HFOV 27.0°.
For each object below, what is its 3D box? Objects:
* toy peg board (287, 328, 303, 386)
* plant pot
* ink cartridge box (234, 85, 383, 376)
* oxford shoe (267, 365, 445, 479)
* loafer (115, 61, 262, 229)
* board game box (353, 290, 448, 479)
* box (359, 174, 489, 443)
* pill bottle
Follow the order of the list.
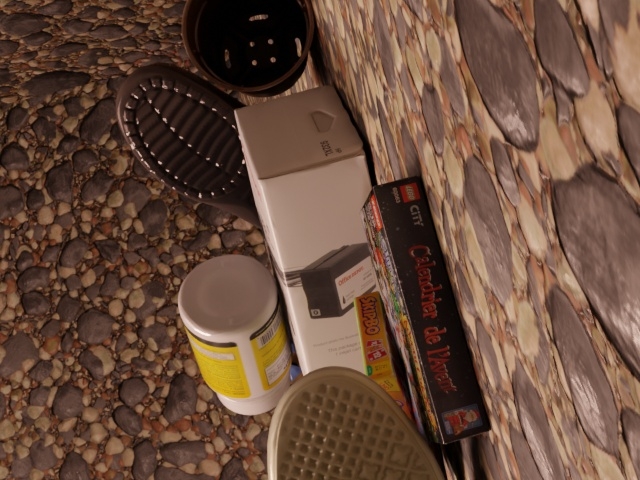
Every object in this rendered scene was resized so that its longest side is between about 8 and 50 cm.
[{"bbox_3d":[0.003,0.164,2.016,0.079,0.160,0.161,-173,67,-68],"label":"toy peg board"},{"bbox_3d":[-0.085,-0.262,1.733,0.165,0.166,0.167,42,-146,-85],"label":"plant pot"},{"bbox_3d":[0.000,0.000,1.606,0.223,0.129,0.308,-112,8,-61],"label":"ink cartridge box"},{"bbox_3d":[0.071,0.308,1.299,0.130,0.169,0.449,-98,-18,-67],"label":"oxford shoe"},{"bbox_3d":[-0.119,-0.113,1.734,0.366,0.134,0.130,37,-162,-32],"label":"loafer"},{"bbox_3d":[0.091,0.186,1.386,0.124,0.039,0.259,-98,-10,-51],"label":"board game box"},{"bbox_3d":[0.091,0.068,1.229,0.159,0.044,0.233,106,149,-82],"label":"box"},{"bbox_3d":[-0.098,0.121,1.632,0.208,0.119,0.119,80,174,-53],"label":"pill bottle"}]
